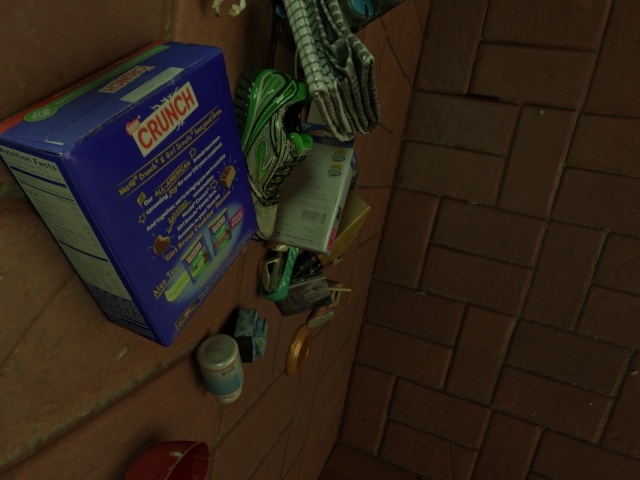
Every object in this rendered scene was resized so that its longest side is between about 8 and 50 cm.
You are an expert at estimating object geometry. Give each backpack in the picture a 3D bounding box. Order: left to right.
[{"bbox_3d":[-0.168,0.224,0.969,0.115,0.084,0.105,-95,-171,-48],"label":"backpack"}]

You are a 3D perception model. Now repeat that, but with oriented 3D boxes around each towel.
[{"bbox_3d":[0.033,-0.360,0.815,0.283,0.121,0.235,31,42,-75],"label":"towel"}]

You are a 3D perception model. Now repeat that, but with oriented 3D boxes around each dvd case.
[{"bbox_3d":[-0.053,0.168,1.224,0.221,0.164,0.018,75,0,-58],"label":"dvd case"}]

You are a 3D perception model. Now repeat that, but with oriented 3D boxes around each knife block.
[{"bbox_3d":[0.000,0.000,1.174,0.242,0.088,0.276,-23,150,-46],"label":"knife block"}]

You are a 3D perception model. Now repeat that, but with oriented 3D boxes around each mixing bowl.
[{"bbox_3d":[-0.295,0.447,0.740,0.181,0.098,0.182,13,90,-73],"label":"mixing bowl"}]

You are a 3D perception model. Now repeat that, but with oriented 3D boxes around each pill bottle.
[{"bbox_3d":[-0.216,0.287,0.890,0.087,0.087,0.160,-58,156,-47],"label":"pill bottle"}]

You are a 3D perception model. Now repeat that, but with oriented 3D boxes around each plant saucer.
[{"bbox_3d":[-0.077,0.422,1.543,0.200,0.037,0.200,14,90,-73],"label":"plant saucer"}]

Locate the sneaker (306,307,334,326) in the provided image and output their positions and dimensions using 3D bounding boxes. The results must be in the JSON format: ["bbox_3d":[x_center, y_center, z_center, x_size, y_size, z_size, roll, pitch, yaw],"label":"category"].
[{"bbox_3d":[-0.016,0.302,1.642,0.134,0.070,0.051,-19,136,-36],"label":"sneaker"}]

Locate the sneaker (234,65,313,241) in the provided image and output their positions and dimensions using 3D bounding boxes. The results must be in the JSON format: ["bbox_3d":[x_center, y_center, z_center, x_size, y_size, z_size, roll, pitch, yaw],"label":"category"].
[{"bbox_3d":[-0.100,-0.158,0.806,0.134,0.146,0.344,-34,136,-66],"label":"sneaker"}]

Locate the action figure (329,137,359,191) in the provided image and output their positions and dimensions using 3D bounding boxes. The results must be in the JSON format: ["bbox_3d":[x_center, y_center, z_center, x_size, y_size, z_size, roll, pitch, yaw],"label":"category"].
[{"bbox_3d":[0.075,-0.212,1.288,0.330,0.178,0.342,79,27,-61],"label":"action figure"}]

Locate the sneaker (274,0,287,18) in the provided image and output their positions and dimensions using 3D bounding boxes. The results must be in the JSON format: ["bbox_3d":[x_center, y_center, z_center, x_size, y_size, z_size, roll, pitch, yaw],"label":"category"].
[{"bbox_3d":[-0.070,-0.509,0.741,0.087,0.083,0.221,-66,159,-15],"label":"sneaker"}]

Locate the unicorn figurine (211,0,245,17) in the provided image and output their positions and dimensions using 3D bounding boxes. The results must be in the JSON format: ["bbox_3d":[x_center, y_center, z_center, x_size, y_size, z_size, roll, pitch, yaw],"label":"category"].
[{"bbox_3d":[-0.143,-0.401,0.614,0.162,0.060,0.111,51,55,-70],"label":"unicorn figurine"}]

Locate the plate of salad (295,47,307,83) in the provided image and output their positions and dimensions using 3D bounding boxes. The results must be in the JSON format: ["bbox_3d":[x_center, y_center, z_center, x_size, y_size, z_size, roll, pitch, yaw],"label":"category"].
[{"bbox_3d":[-0.014,-0.454,1.017,0.200,0.048,0.200,14,90,-74],"label":"plate of salad"}]

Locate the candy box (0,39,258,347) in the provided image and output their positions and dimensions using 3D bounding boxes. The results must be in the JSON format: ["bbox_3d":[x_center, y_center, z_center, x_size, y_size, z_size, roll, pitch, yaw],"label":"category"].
[{"bbox_3d":[-0.215,-0.062,0.551,0.318,0.122,0.268,89,23,-44],"label":"candy box"}]

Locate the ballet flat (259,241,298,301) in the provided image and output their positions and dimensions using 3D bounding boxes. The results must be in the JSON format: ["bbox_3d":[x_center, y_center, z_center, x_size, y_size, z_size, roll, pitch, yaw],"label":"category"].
[{"bbox_3d":[-0.109,0.043,1.065,0.087,0.083,0.248,4,98,-59],"label":"ballet flat"}]

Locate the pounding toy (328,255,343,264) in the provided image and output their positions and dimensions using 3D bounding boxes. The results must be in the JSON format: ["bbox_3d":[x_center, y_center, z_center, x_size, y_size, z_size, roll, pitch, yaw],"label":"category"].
[{"bbox_3d":[0.036,0.019,1.402,0.130,0.141,0.101,-22,124,-70],"label":"pounding toy"}]

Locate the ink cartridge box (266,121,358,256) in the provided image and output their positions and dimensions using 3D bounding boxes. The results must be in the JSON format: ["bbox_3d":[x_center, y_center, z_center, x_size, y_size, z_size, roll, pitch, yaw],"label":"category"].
[{"bbox_3d":[-0.025,-0.132,0.998,0.065,0.185,0.312,30,75,-70],"label":"ink cartridge box"}]

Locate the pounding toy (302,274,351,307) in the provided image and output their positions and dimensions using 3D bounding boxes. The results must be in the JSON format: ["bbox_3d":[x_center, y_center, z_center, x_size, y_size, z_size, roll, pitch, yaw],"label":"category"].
[{"bbox_3d":[0.011,0.186,1.385,0.206,0.180,0.094,12,92,-73],"label":"pounding toy"}]

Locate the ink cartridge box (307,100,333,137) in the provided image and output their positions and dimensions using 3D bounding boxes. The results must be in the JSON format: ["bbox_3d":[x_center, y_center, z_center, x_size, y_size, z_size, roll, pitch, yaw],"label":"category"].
[{"bbox_3d":[0.027,-0.359,1.127,0.143,0.089,0.092,-57,168,-47],"label":"ink cartridge box"}]

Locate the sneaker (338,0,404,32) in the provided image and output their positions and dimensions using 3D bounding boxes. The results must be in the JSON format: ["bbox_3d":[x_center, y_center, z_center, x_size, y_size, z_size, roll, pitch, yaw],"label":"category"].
[{"bbox_3d":[0.122,-0.658,1.101,0.341,0.139,0.125,-47,111,-37],"label":"sneaker"}]
